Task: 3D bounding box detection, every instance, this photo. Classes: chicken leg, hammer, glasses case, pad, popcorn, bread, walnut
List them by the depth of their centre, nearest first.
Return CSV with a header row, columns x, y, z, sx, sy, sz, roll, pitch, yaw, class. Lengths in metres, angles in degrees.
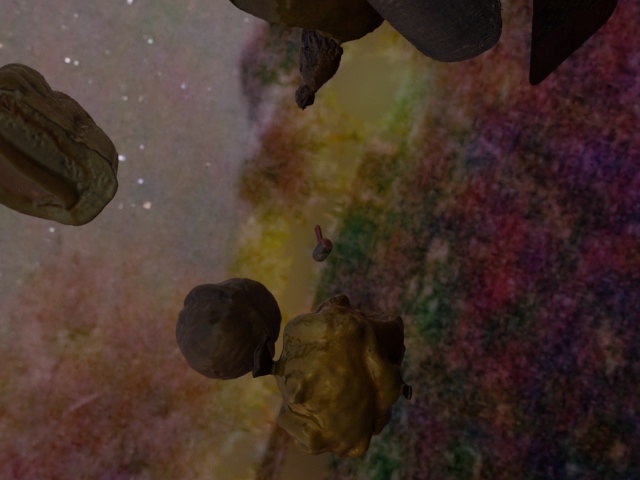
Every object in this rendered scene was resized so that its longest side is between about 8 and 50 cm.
x,y,z,sx,sy,sz,roll,pitch,yaw,class
0.099,-0.301,1.014,0.109,0.282,0.067,-23,42,38,glasses case
0.332,-0.319,1.151,0.181,0.004,0.267,-43,-25,-8,pad
0.049,0.238,1.639,0.316,0.280,0.297,-47,-42,-37,popcorn
-0.535,-0.177,1.686,0.210,0.300,0.341,-44,25,6,bread
0.000,0.000,1.766,0.052,0.031,0.083,-54,33,37,hammer
-0.014,-0.439,2.003,0.177,0.083,0.323,-142,50,-62,chicken leg
-0.207,0.202,2.070,0.248,0.248,0.248,-163,90,-89,walnut

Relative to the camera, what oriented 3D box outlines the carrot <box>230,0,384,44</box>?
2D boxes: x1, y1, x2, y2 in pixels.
x,y,z,sx,sy,sz,roll,pitch,yaw,class
-0.023,-0.402,1.188,0.341,0.241,0.242,88,-166,-51,carrot
